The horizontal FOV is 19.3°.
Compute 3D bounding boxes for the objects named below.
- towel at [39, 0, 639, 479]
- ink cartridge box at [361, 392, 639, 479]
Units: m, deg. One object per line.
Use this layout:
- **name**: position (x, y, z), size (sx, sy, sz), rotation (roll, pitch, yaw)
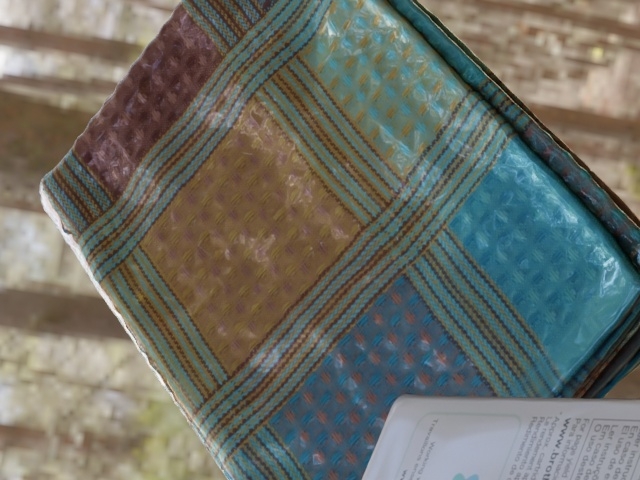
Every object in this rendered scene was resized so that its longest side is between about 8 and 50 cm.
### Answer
- **towel**: position (0.000, 0.000, 1.040), size (0.271, 0.040, 0.370), rotation (-51, 57, 17)
- **ink cartridge box**: position (0.146, 0.207, 0.701), size (0.395, 0.151, 0.270), rotation (-7, 53, 56)
